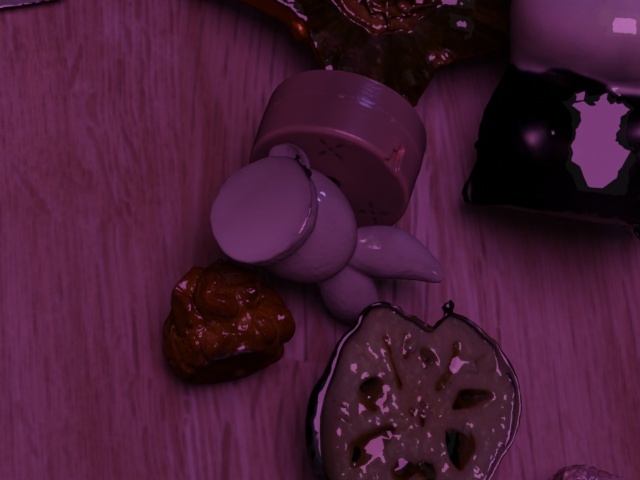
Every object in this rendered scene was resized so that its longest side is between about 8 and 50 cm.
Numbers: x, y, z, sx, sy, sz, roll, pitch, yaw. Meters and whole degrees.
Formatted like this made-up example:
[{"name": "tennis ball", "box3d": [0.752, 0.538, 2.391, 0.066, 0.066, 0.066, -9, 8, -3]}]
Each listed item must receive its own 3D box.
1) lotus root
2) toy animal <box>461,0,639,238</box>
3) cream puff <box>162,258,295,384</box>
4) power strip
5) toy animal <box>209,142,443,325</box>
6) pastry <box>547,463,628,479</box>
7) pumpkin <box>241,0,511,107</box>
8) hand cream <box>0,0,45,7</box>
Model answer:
[{"name": "lotus root", "box3d": [0.072, 0.153, 1.727, 0.183, 0.078, 0.203, 40, 71, -10]}, {"name": "toy animal", "box3d": [0.261, -0.138, 1.779, 0.212, 0.212, 0.266, 14, 93, -8]}, {"name": "cream puff", "box3d": [-0.086, 0.070, 1.701, 0.116, 0.122, 0.094, -24, 72, 13]}, {"name": "power strip", "box3d": [0.014, -0.078, 1.748, 0.154, 0.154, 0.078, 22, 55, -5]}, {"name": "toy animal", "box3d": [0.000, -0.002, 1.719, 0.104, 0.221, 0.131, -50, 52, 6]}, {"name": "pastry", "box3d": [0.268, 0.267, 1.719, 0.265, 0.103, 0.112, 13, 62, -10]}, {"name": "pumpkin", "box3d": [0.041, -0.236, 1.843, 0.290, 0.095, 0.258, -30, 76, -24]}, {"name": "hand cream", "box3d": [-0.332, -0.377, 1.824, 0.124, 0.078, 0.340, -12, 79, -17]}]
